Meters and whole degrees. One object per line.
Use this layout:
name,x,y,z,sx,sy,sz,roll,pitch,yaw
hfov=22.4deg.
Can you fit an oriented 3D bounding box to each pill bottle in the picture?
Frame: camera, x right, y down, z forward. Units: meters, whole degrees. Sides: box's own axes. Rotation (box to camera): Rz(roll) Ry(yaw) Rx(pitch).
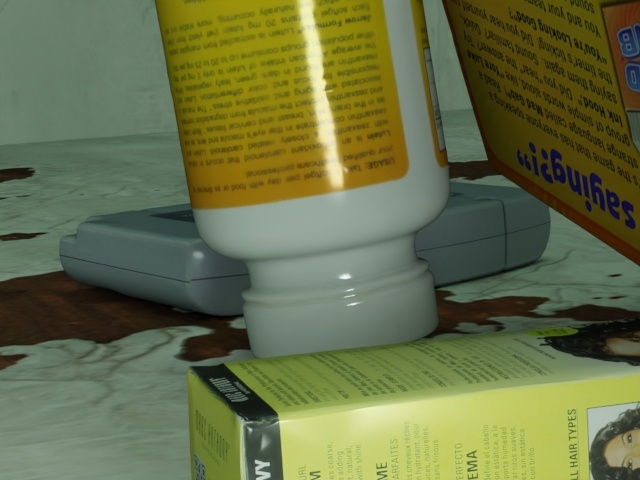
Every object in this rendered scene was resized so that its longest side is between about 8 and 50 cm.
pill bottle,-0.007,-0.067,0.839,0.136,0.245,0.136,-9,6,1

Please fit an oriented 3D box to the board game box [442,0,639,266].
board game box,0.263,-0.198,0.706,0.356,0.356,0.356,-26,30,-13

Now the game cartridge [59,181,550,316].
game cartridge,0.000,0.000,1.092,0.297,0.062,0.198,-8,14,-35

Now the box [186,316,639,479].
box,0.075,0.066,0.571,0.232,0.058,0.087,-6,9,-17
